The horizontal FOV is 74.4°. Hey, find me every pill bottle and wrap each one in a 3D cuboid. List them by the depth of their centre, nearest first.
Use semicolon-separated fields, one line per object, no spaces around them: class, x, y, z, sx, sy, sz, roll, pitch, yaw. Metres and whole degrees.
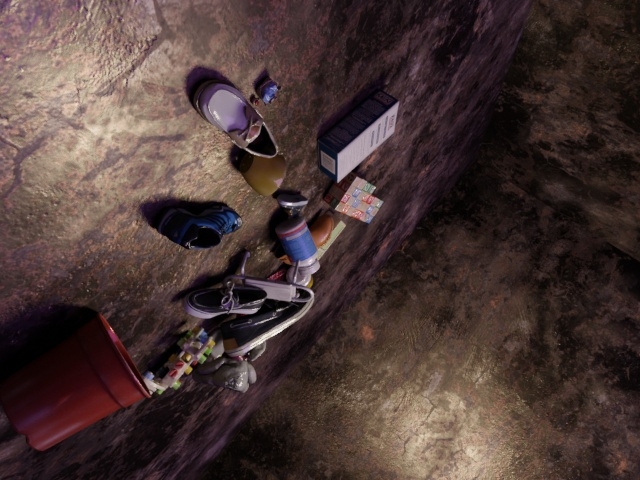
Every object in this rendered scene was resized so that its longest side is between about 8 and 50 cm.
pill bottle;-0.083;0.026;1.675;0.124;0.124;0.221;-38;117;-32
pill bottle;-0.100;0.179;2.020;0.117;0.117;0.215;-48;168;-8

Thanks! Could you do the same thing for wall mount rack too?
wall mount rack;-0.195;0.175;1.680;0.304;0.350;0.130;97;2;-52

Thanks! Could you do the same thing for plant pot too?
plant pot;-0.633;0.371;1.093;0.265;0.272;0.272;-31;153;-25
plant pot;-0.180;-0.210;1.240;0.095;0.134;0.134;24;105;-42

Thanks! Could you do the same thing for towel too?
towel;-0.269;0.252;1.952;0.275;0.031;0.199;-33;154;-40

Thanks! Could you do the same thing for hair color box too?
hair color box;0.144;-0.399;1.604;0.347;0.105;0.174;-43;159;-20

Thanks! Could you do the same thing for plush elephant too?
plush elephant;-0.389;0.520;1.869;0.330;0.272;0.255;-37;-144;61

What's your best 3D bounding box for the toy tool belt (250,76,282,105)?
toy tool belt;-0.141;-0.382;1.107;0.083;0.051;0.052;-52;160;2

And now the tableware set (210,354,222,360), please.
tableware set;-0.454;0.508;2.009;0.169;0.020;0.141;-32;147;-34

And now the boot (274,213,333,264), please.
boot;-0.073;-0.014;1.838;0.283;0.109;0.220;-47;157;10

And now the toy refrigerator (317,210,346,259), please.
toy refrigerator;0.000;0.000;1.998;0.269;0.094;0.102;-51;160;1

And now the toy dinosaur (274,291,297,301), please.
toy dinosaur;-0.160;0.326;2.194;0.200;0.127;0.295;-32;166;-26

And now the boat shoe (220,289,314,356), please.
boat shoe;-0.222;0.318;1.842;0.500;0.156;0.187;-27;-176;-40

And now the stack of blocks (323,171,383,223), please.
stack of blocks;0.167;-0.198;1.918;0.297;0.087;0.171;17;111;-52

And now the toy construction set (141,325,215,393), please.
toy construction set;-0.538;0.464;1.572;0.328;0.151;0.215;-36;-179;-17

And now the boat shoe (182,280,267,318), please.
boat shoe;-0.331;0.209;1.508;0.306;0.113;0.105;11;137;-36

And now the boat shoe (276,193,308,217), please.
boat shoe;-0.114;-0.124;1.583;0.083;0.065;0.183;-60;159;19

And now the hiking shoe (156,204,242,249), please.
hiking shoe;-0.322;-0.024;1.219;0.304;0.132;0.113;-13;138;-59

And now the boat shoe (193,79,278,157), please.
boat shoe;-0.194;-0.297;1.064;0.113;0.103;0.302;-53;160;6

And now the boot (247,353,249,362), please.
boot;-0.409;0.599;2.176;0.178;0.085;0.236;-46;166;-20
